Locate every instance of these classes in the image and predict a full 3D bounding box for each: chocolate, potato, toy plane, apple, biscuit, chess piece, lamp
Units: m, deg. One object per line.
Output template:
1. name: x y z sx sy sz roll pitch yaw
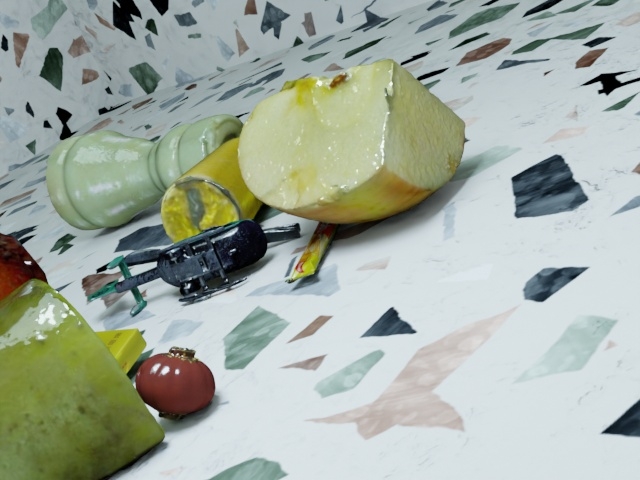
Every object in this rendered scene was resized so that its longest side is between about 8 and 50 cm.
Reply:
1. chocolate: -0.157 -0.107 2.057 0.162 0.162 0.445 -18 15 21
2. potato: -0.409 0.207 1.320 0.280 0.213 0.330 -40 30 -23
3. toy plane: -0.225 0.039 1.787 0.381 0.106 0.155 -21 12 15
4. apple: 0.036 -0.149 1.703 0.309 0.252 0.314 -14 13 39
5. biscuit: 0.000 0.000 1.701 0.048 0.026 0.292 -25 16 21
6. chess piece: -0.359 -0.150 2.329 0.442 0.234 0.234 -6 25 34
7. lamp: -0.179 0.177 1.339 0.101 0.090 0.101 9 2 0

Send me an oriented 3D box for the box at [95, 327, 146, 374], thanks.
1. box: -0.401 0.199 1.588 0.279 0.041 0.153 -6 34 32

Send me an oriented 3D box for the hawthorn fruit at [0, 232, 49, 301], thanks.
1. hawthorn fruit: -0.607 0.112 1.807 0.311 0.295 0.295 -39 22 -27
